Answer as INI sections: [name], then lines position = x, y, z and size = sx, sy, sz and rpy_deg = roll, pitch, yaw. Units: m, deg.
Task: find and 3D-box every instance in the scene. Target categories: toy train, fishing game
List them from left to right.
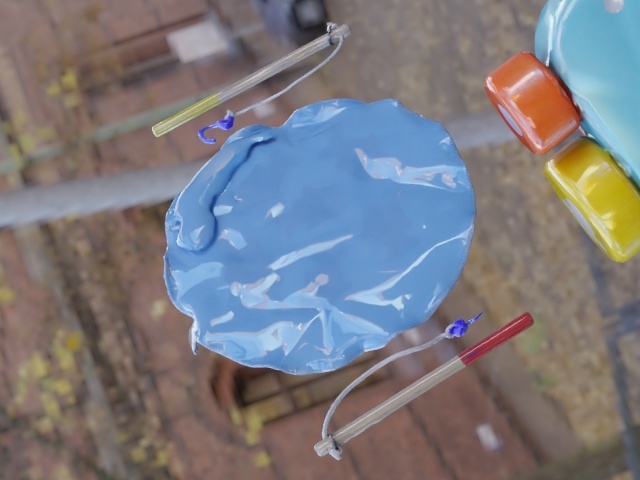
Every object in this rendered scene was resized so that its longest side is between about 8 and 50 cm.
[fishing game]
position = 0.000, 0.000, 1.095
size = 0.264, 0.189, 0.041
rpy_deg = 56, 177, 36
[toy train]
position = 0.114, -0.043, 0.382
size = 0.046, 0.166, 0.125
rpy_deg = -125, 48, -78
